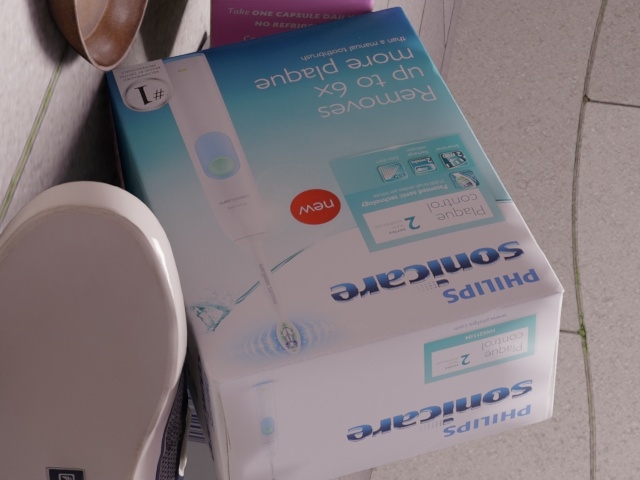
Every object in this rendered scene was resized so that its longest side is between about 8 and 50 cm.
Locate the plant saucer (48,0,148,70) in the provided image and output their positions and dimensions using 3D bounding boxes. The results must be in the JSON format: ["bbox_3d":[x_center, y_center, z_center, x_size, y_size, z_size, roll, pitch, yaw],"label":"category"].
[{"bbox_3d":[-0.135,-0.189,1.021,0.168,0.029,0.168,8,90,-82],"label":"plant saucer"}]

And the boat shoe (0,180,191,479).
[{"bbox_3d":[-0.138,0.083,1.014,0.158,0.127,0.340,-82,-178,-56],"label":"boat shoe"}]

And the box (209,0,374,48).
[{"bbox_3d":[-0.018,-0.249,1.210,0.243,0.117,0.213,95,-4,-58],"label":"box"}]

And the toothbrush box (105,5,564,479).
[{"bbox_3d":[0.000,0.000,1.078,0.126,0.216,0.295,87,-14,-46],"label":"toothbrush box"}]

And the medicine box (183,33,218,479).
[{"bbox_3d":[-0.050,0.022,1.345,0.289,0.149,0.263,-71,165,-47],"label":"medicine box"}]
